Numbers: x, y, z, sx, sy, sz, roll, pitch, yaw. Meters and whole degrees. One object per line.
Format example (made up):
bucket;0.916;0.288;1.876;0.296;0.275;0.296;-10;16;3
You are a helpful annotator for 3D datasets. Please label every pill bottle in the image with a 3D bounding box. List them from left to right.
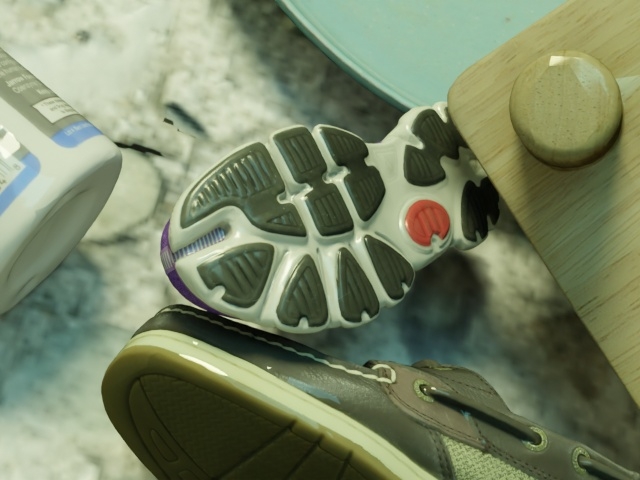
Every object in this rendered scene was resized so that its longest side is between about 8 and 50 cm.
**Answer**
pill bottle;-0.142;-0.043;0.607;0.137;0.078;0.078;40;56;6

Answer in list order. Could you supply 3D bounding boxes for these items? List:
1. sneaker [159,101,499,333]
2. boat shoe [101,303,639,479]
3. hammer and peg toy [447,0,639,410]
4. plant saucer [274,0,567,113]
sneaker;0.000;0.000;0.616;0.170;0.071;0.068;-15;81;-55
boat shoe;0.035;0.078;0.601;0.223;0.080;0.073;29;50;-8
hammer and peg toy;0.258;-0.039;0.586;0.361;0.127;0.266;-32;85;8
plant saucer;0.090;-0.165;0.765;0.317;0.044;0.318;7;65;-17
